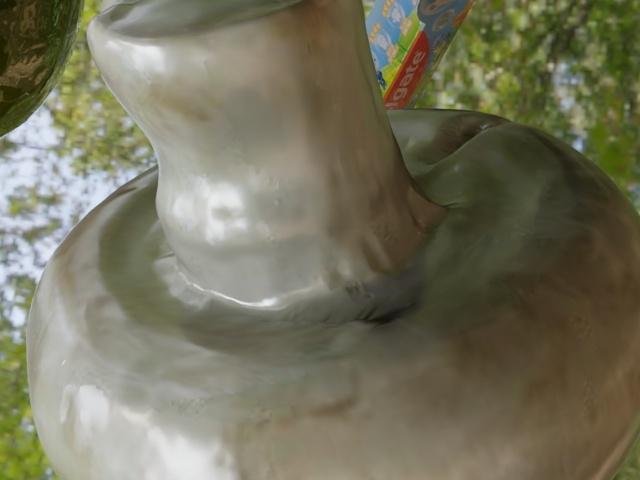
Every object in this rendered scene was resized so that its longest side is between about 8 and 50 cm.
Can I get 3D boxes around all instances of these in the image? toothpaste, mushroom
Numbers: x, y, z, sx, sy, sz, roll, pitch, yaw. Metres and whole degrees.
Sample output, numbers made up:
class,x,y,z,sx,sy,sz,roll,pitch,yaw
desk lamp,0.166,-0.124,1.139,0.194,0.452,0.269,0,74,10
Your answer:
class,x,y,z,sx,sy,sz,roll,pitch,yaw
toothpaste,0.054,-0.141,0.797,0.070,0.044,0.193,-27,-22,-35
mushroom,0.000,0.000,0.441,0.243,0.244,0.243,-19,-67,-54

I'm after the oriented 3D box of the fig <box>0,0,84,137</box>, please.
class,x,y,z,sx,sy,sz,roll,pitch,yaw
fig,-0.312,-0.238,0.962,0.316,0.316,0.316,-19,-67,-54
